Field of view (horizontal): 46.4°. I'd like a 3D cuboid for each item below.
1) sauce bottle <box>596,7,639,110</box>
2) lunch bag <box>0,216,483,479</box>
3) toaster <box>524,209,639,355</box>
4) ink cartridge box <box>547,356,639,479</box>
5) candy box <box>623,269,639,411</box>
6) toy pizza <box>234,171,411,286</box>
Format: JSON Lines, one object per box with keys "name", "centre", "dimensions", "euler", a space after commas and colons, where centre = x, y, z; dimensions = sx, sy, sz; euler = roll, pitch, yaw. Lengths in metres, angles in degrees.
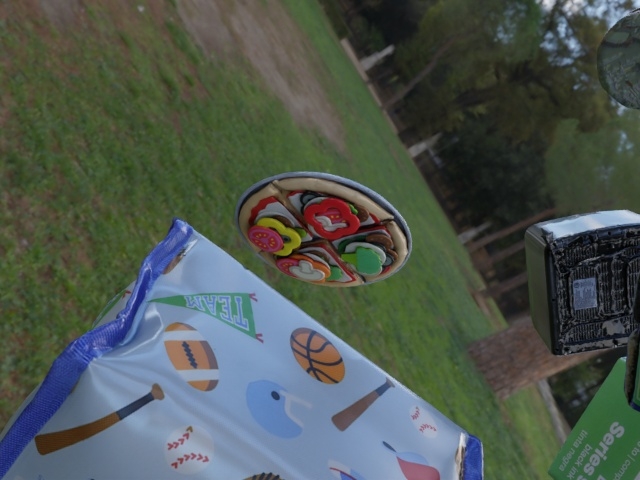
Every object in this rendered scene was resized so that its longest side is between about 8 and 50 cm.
{"name": "sauce bottle", "centre": [0.429, -0.237, 0.888], "dimensions": [0.344, 0.111, 0.111], "euler": [-28, 87, -49]}
{"name": "lunch bag", "centre": [-0.115, 0.244, 0.589], "dimensions": [0.328, 0.385, 0.239], "euler": [39, 27, -7]}
{"name": "toaster", "centre": [0.367, 0.047, 0.995], "dimensions": [0.110, 0.168, 0.186], "euler": [-104, -176, -75]}
{"name": "ink cartridge box", "centre": [0.340, 0.226, 0.521], "dimensions": [0.211, 0.122, 0.289], "euler": [23, 12, -31]}
{"name": "candy box", "centre": [0.291, 0.045, 0.181], "dimensions": [0.317, 0.268, 0.122], "euler": [-149, -119, -68]}
{"name": "toy pizza", "centre": [0.000, 0.000, 0.828], "dimensions": [0.201, 0.201, 0.032], "euler": [49, 41, -39]}
